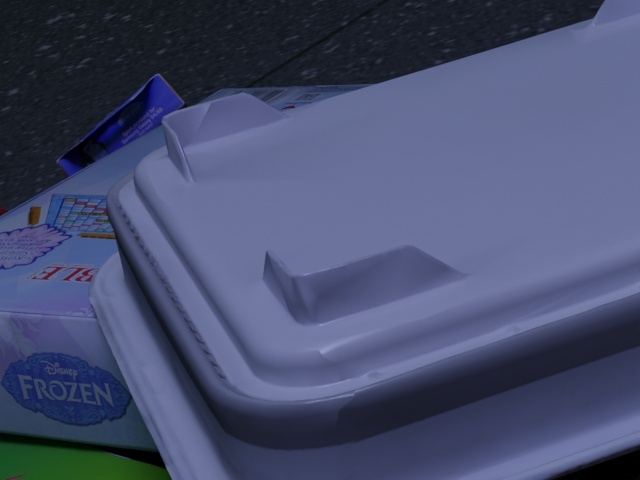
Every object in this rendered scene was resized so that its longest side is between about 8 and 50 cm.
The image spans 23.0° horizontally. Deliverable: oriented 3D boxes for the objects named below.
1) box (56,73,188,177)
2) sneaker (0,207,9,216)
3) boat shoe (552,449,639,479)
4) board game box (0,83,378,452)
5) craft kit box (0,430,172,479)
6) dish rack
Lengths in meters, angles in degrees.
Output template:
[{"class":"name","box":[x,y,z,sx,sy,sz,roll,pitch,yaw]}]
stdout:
[{"class":"box","box":[-0.117,-0.062,0.970,0.081,0.028,0.136,-41,1,-1]},{"class":"sneaker","box":[-0.282,0.041,0.903,0.221,0.087,0.128,-35,31,-32]},{"class":"boat shoe","box":[0.034,0.149,0.467,0.324,0.122,0.120,-27,21,-35]},{"class":"board game box","box":[0.000,0.000,0.762,0.319,0.065,0.318,2,24,33]},{"class":"craft kit box","box":[-0.199,0.167,0.641,0.247,0.061,0.250,10,38,40]},{"class":"dish rack","box":[0.082,-0.023,0.579,0.333,0.072,0.285,-17,22,-12]}]
